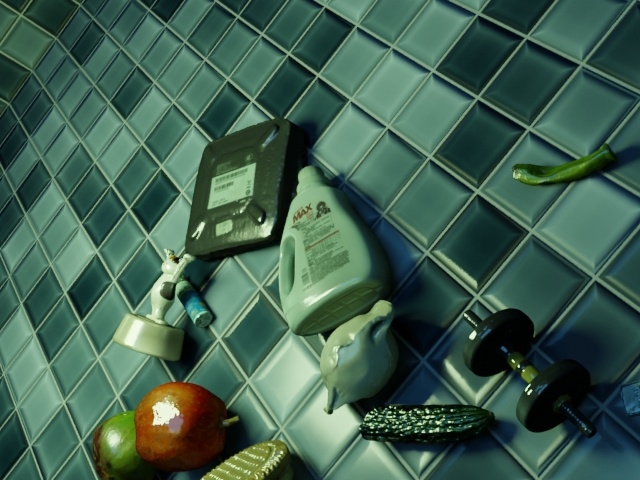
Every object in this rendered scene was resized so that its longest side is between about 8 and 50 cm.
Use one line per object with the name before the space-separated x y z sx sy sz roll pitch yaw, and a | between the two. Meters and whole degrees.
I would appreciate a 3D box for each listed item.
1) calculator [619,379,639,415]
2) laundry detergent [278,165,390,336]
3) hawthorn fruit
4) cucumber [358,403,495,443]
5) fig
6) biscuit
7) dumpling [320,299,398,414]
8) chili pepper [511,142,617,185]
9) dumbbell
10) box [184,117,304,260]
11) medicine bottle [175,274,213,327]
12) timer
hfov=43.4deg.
calculator | 0.569 0.236 1.294 0.172 0.018 0.057 -23 56 28
laundry detergent | 0.000 0.000 1.830 0.264 0.125 0.397 -34 48 23
hawthorn fruit | -0.295 0.416 1.815 0.253 0.205 0.205 -17 57 28
cucumber | 0.200 0.347 1.510 0.265 0.077 0.077 -7 64 37
fig | -0.458 0.498 1.930 0.181 0.181 0.191 -6 36 38
biscuit | -0.166 0.506 1.649 0.259 0.259 0.079 -25 97 29
dumpling | 0.078 0.231 1.634 0.258 0.147 0.193 -62 4 12
chili pepper | 0.469 -0.139 1.554 0.202 0.050 0.051 -13 44 36
dumbbell | 0.354 0.222 1.393 0.143 0.143 0.325 -50 45 8
box | -0.201 -0.132 2.093 0.359 0.091 0.350 -13 60 38
medicine bottle | -0.339 0.152 2.087 0.051 0.051 0.191 -51 46 7
timer | -0.398 0.153 2.032 0.175 0.175 0.266 13 82 44
